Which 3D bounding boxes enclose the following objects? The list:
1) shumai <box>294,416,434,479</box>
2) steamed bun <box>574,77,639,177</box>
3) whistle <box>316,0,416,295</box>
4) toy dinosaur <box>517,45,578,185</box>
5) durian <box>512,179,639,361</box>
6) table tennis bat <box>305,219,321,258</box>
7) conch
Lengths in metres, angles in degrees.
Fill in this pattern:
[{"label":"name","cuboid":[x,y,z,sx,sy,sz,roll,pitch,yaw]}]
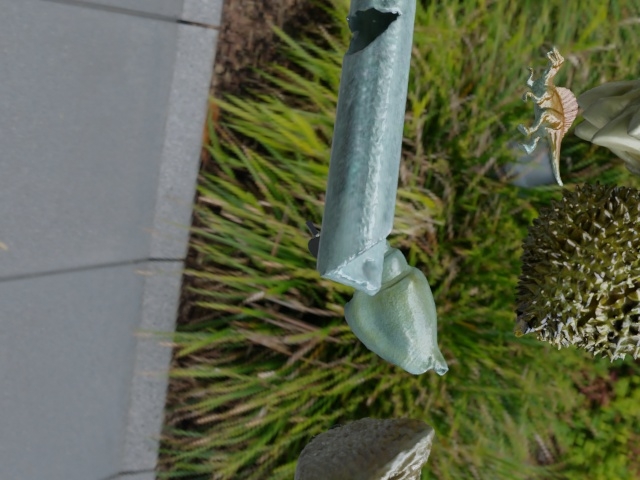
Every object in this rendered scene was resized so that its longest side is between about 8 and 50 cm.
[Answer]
[{"label":"shumai","cuboid":[0.050,0.238,0.850,0.145,0.146,0.116,-37,106,-44]},{"label":"steamed bun","cuboid":[0.473,-0.158,1.158,0.247,0.428,0.189,-44,103,-1]},{"label":"whistle","cuboid":[0.042,-0.109,0.759,0.062,0.062,0.312,39,53,-57]},{"label":"toy dinosaur","cuboid":[0.403,-0.216,1.558,0.142,0.057,0.212,-44,120,-9]},{"label":"durian","cuboid":[0.405,0.047,1.264,0.293,0.258,0.258,0,108,-19]},{"label":"table tennis bat","cuboid":[0.000,0.000,1.358,0.050,0.083,0.007,-25,144,-16]},{"label":"conch","cuboid":[0.072,0.061,0.909,0.088,0.180,0.065,-21,172,-19]}]
